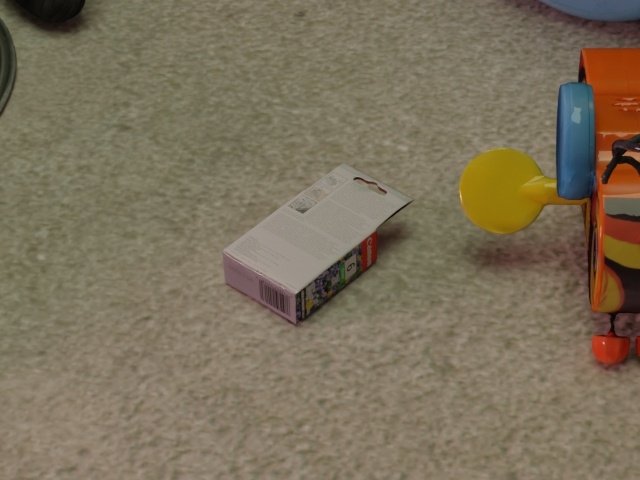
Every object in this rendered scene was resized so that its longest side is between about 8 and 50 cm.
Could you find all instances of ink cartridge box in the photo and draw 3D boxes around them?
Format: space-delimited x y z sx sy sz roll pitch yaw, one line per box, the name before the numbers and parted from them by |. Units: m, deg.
ink cartridge box | 0.000 0.000 1.197 0.063 0.029 0.115 29 50 31

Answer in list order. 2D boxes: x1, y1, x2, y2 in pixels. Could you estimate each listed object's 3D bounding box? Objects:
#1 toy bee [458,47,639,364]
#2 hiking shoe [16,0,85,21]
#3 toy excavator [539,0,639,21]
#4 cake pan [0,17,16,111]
toy bee | 0.176 -0.016 1.141 0.195 0.162 0.298 8 18 23
hiking shoe | -0.196 -0.259 1.444 0.114 0.086 0.227 7 54 -41
toy excavator | 0.148 -0.291 1.392 0.433 0.445 0.222 46 48 -10
cake pan | -0.363 -0.130 1.337 0.293 0.054 0.293 -1 43 1
